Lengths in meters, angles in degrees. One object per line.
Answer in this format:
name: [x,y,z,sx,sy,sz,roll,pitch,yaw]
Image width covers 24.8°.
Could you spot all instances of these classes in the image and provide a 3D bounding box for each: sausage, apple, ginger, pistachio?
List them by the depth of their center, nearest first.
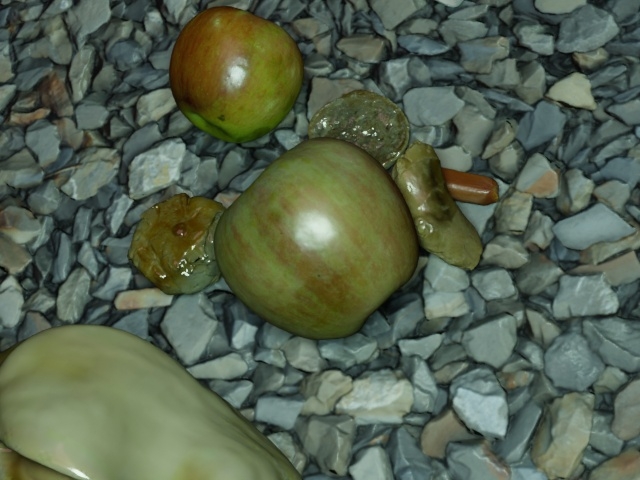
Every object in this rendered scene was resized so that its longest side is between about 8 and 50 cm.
pistachio: [-0.233,0.261,1.733,0.445,0.365,0.281,21,100,16]
apple: [0.000,0.000,1.876,0.234,0.257,0.257,42,77,-2]
ginger: [0.150,-0.042,1.931,0.095,0.069,0.190,-20,80,-25]
sausage: [0.181,-0.075,1.985,0.131,0.039,0.041,13,59,19]
apple: [-0.121,-0.233,2.062,0.196,0.196,0.196,-6,61,11]

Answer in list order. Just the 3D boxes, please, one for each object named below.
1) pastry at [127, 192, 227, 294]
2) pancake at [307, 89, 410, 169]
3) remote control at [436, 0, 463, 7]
pastry: [-0.191,0.004,2.012,0.153,0.081,0.153,-11,59,20]
pancake: [0.055,-0.152,2.066,0.152,0.025,0.151,-6,61,12]
remote control: [0.125,-0.415,2.182,0.229,0.044,0.073,30,76,17]
